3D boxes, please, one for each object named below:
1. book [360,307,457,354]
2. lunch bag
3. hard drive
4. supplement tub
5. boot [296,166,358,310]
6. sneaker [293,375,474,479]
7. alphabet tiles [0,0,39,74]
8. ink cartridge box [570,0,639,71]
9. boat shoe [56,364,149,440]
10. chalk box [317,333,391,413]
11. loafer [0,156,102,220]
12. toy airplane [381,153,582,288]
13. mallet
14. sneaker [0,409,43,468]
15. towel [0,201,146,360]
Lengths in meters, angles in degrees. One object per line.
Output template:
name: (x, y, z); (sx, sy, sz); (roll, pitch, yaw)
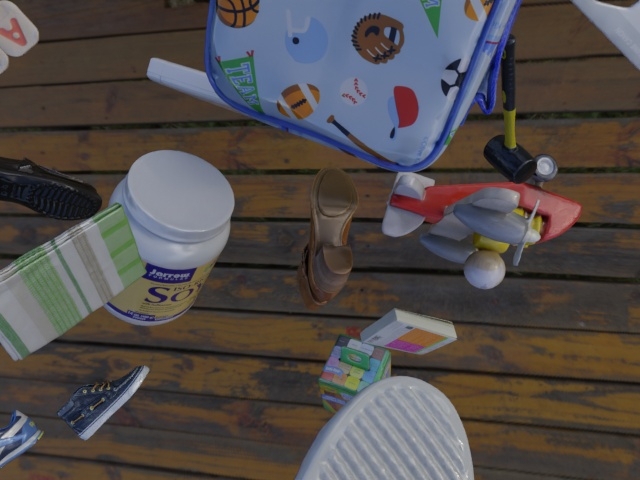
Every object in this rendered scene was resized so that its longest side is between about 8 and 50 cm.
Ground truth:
book: (0.157, 0.168, 0.999); (0.096, 0.144, 0.035); (-42, 42, 39)
lunch bag: (0.044, -0.208, 0.434); (0.243, 0.115, 0.303); (21, 127, 5)
hard drive: (-0.113, -0.251, 1.050); (0.353, 0.233, 0.047); (22, 98, 22)
supplement tub: (-0.329, 0.000, 1.159); (0.241, 0.241, 0.331); (44, 134, 8)
boot: (0.000, 0.000, 0.854); (0.073, 0.152, 0.197); (10, 60, -12)
sneaker: (-0.007, 0.218, 0.339); (0.102, 0.161, 0.282); (25, 72, -5)
alphabet tiles: (-0.544, -0.335, 0.750); (0.284, 0.021, 0.278); (-40, 111, 0)
ink cartridge box: (0.344, -0.330, 0.547); (0.275, 0.060, 0.239); (28, 123, -26)
boat shoe: (-0.436, 0.306, 1.125); (0.083, 0.065, 0.183); (46, 75, -11)
chalk box: (0.081, 0.315, 1.294); (0.132, 0.213, 0.132); (16, 56, 20)
loafer: (-0.466, -0.099, 0.911); (0.080, 0.220, 0.078); (-47, 41, 31)
toy airplane: (0.321, -0.029, 1.210); (0.384, 0.386, 0.272); (-11, 79, 41)
mallet: (0.204, -0.147, 0.622); (0.039, 0.189, 0.062); (-31, 42, -5)
sneaker: (-0.468, 0.297, 0.781); (0.053, 0.144, 0.059); (-24, 99, 45)
towel: (-0.245, 0.038, 0.537); (0.023, 0.113, 0.152); (36, 56, 24)
